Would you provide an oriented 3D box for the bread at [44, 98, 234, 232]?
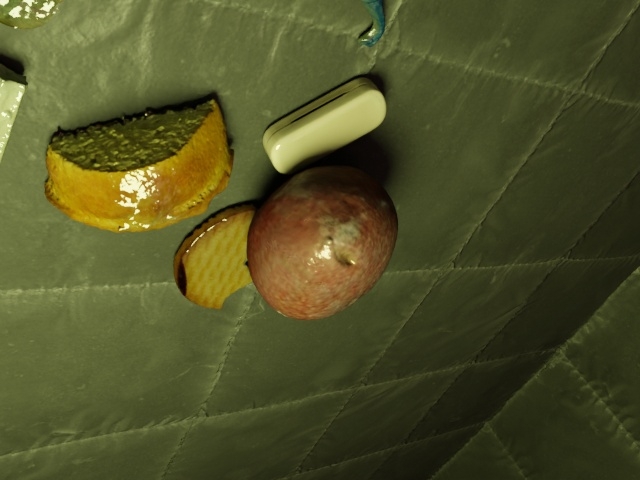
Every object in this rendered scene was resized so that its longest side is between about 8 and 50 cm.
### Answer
[{"bbox_3d":[-0.223,-0.082,0.793,0.260,0.134,0.129,-19,141,-17],"label":"bread"}]

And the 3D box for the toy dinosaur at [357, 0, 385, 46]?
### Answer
[{"bbox_3d":[0.100,-0.337,0.744,0.248,0.075,0.188,-26,153,35],"label":"toy dinosaur"}]

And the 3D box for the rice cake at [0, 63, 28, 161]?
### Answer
[{"bbox_3d":[-0.403,-0.099,0.714,0.057,0.052,0.256,26,120,-17],"label":"rice cake"}]

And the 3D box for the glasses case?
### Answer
[{"bbox_3d":[0.007,-0.173,0.926,0.196,0.050,0.083,-29,142,-4],"label":"glasses case"}]

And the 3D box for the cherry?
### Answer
[{"bbox_3d":[0.000,0.000,0.952,0.261,0.221,0.307,-51,176,-1],"label":"cherry"}]

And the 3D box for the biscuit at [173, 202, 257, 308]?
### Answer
[{"bbox_3d":[-0.166,0.027,1.052,0.228,0.031,0.176,-47,142,18],"label":"biscuit"}]

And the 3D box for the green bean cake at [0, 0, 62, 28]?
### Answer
[{"bbox_3d":[-0.284,-0.303,0.521,0.181,0.094,0.173,-44,143,16],"label":"green bean cake"}]
